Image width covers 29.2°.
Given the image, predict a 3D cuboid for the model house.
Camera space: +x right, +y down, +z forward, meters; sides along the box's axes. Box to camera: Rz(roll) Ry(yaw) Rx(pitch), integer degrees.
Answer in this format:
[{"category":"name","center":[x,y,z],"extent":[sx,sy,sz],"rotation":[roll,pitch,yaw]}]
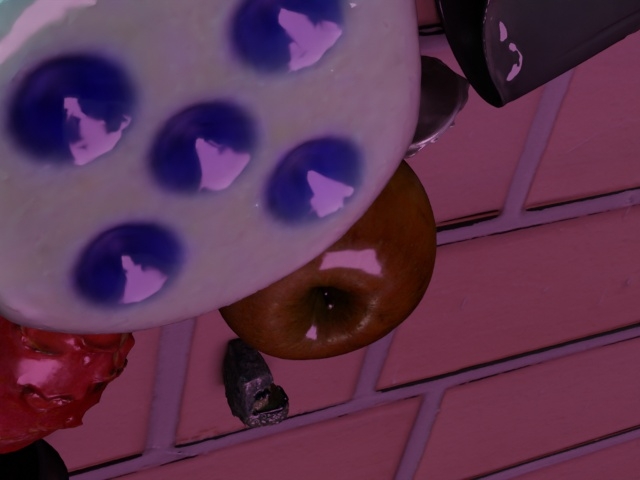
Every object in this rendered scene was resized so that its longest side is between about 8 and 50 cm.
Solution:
[{"category":"model house","center":[-0.074,0.162,1.412],"extent":[0.066,0.079,0.083],"rotation":[-19,138,-22]}]

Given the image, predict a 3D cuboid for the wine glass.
[{"category":"wine glass","center":[0.049,-0.185,1.084],"extent":[0.156,0.156,0.232],"rotation":[-33,144,-2]}]

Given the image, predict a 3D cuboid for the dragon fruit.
[{"category":"dragon fruit","center":[-0.286,0.091,1.098],"extent":[0.205,0.210,0.268],"rotation":[39,141,-19]}]

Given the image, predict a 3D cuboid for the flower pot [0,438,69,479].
[{"category":"flower pot","center":[-0.333,0.254,1.273],"extent":[0.157,0.157,0.107],"rotation":[-36,153,1]}]

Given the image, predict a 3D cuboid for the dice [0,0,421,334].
[{"category":"dice","center":[-0.124,-0.132,0.798],"extent":[0.304,0.277,0.304],"rotation":[-24,137,-12]}]

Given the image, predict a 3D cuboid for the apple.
[{"category":"apple","center":[0.000,0.000,1.221],"extent":[0.237,0.207,0.237],"rotation":[-5,131,-6]}]

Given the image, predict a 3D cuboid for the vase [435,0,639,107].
[{"category":"vase","center":[0.250,-0.243,1.157],"extent":[0.301,0.156,0.251],"rotation":[-24,174,-8]}]
